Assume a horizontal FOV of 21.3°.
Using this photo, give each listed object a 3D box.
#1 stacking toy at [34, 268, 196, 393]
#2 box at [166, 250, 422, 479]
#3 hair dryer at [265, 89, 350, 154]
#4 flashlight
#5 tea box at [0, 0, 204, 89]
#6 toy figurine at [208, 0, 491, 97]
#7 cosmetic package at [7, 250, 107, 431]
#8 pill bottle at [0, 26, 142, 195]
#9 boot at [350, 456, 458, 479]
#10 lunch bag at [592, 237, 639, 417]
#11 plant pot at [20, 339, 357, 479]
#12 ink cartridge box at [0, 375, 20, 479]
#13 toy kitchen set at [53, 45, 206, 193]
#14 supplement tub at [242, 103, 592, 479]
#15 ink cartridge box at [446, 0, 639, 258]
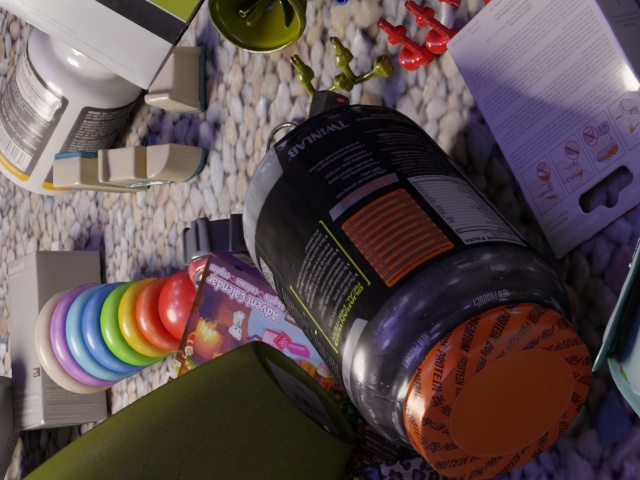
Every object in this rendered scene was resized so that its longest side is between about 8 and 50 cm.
[{"bbox_3d":[-0.219,0.095,2.076,0.330,0.141,0.141,-21,71,52],"label":"stacking toy"},{"bbox_3d":[-0.020,0.159,1.681,0.293,0.057,0.201,27,106,32],"label":"box"},{"bbox_3d":[0.000,0.000,1.794,0.223,0.080,0.293,143,129,-71],"label":"hair dryer"},{"bbox_3d":[-0.091,0.126,1.882,0.103,0.103,0.304,-32,60,58],"label":"flashlight"},{"bbox_3d":[-0.162,-0.402,1.785,0.323,0.220,0.329,-51,13,43],"label":"tea box"},{"bbox_3d":[0.065,-0.305,1.665,0.362,0.191,0.217,-20,43,55],"label":"toy figurine"},{"bbox_3d":[-0.361,0.135,2.326,0.127,0.107,0.238,-22,73,60],"label":"cosmetic package"},{"bbox_3d":[-0.323,-0.199,2.225,0.278,0.162,0.162,-54,45,42],"label":"pill bottle"},{"bbox_3d":[0.039,0.296,1.548,0.085,0.236,0.178,43,-144,-81],"label":"boot"},{"bbox_3d":[0.297,0.030,1.200,0.262,0.160,0.223,-122,40,-58],"label":"lunch bag"},{"bbox_3d":[-0.113,0.243,1.578,0.293,0.275,0.275,-45,44,9],"label":"plant pot"},{"bbox_3d":[-0.498,0.350,2.401,0.330,0.071,0.324,43,-115,-81],"label":"ink cartridge box"},{"bbox_3d":[-0.221,-0.150,2.133,0.207,0.122,0.166,-3,85,38],"label":"toy kitchen set"},{"bbox_3d":[0.082,0.043,1.500,0.338,0.207,0.207,53,132,46],"label":"supplement tub"},{"bbox_3d":[0.218,-0.123,1.456,0.181,0.056,0.224,-41,73,50],"label":"ink cartridge box"}]
